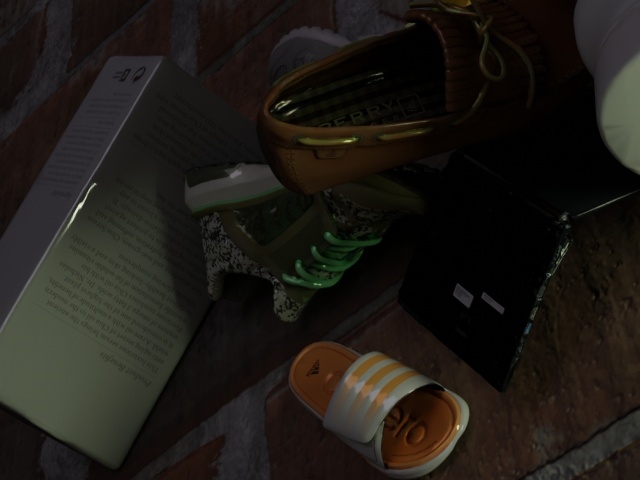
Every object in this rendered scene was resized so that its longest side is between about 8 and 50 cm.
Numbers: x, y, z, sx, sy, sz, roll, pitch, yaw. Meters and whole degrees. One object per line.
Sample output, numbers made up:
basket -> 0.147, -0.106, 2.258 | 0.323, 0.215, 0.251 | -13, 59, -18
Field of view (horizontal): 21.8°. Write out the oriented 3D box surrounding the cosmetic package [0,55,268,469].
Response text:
cosmetic package -> -0.253, 0.021, 2.037 | 0.161, 0.230, 0.453 | 9, 67, 57

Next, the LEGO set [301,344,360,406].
LEGO set -> 0.013, 0.149, 1.749 | 0.083, 0.023, 0.054 | -39, 33, -1

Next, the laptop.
laptop -> 0.216, -0.007, 1.592 | 0.234, 0.137, 0.264 | 41, 114, 61

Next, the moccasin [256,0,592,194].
moccasin -> 0.117, -0.169, 1.604 | 0.380, 0.147, 0.139 | -16, 66, -6

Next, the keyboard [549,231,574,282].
keyboard -> 0.170, 0.024, 1.651 | 0.108, 0.023, 0.180 | -54, 29, -12

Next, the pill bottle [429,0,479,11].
pill bottle -> 0.190, -0.237, 1.767 | 0.245, 0.136, 0.136 | -58, 31, -7

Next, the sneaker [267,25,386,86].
sneaker -> 0.015, -0.185, 1.990 | 0.281, 0.105, 0.115 | 6, 65, 55

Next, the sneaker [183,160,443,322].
sneaker -> 0.000, 0.000, 1.842 | 0.410, 0.158, 0.182 | -4, 84, 52

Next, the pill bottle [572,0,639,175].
pill bottle -> 0.340, -0.251, 1.490 | 0.224, 0.224, 0.392 | -29, 39, 36

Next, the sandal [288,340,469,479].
sandal -> 0.033, 0.153, 1.635 | 0.265, 0.076, 0.102 | 22, 75, 51
